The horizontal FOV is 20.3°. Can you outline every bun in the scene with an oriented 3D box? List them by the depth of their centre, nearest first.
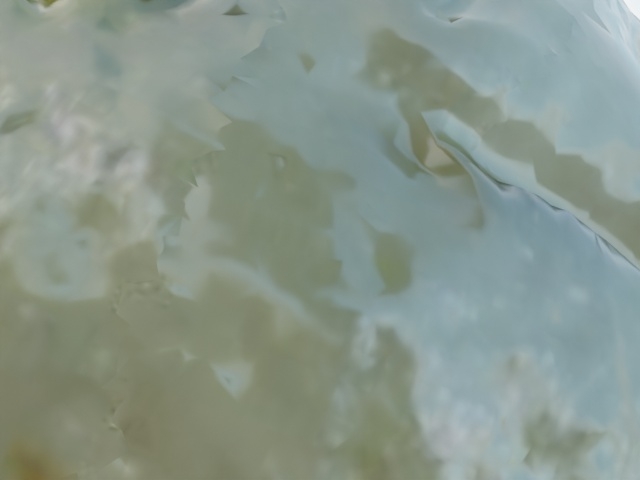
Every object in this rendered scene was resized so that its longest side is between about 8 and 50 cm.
[{"bbox_3d":[0.000,0.000,0.502,0.365,0.219,0.365,25,4,-2],"label":"bun"}]
